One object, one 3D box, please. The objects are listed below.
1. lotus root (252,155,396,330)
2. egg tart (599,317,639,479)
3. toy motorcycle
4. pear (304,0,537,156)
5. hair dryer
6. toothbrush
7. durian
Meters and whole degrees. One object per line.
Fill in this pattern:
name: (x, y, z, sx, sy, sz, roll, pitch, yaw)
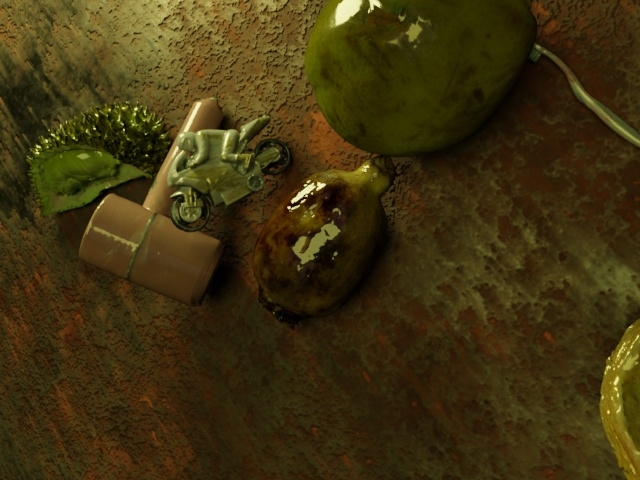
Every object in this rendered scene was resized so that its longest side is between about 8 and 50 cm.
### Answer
lotus root: (0.000, 0.000, 0.920, 0.169, 0.141, 0.314, 39, 105, 20)
egg tart: (0.452, 0.198, 0.657, 0.294, 0.123, 0.294, -18, 58, 31)
toy motorcycle: (-0.162, -0.121, 0.999, 0.229, 0.074, 0.151, -37, 91, -12)
pear: (0.123, -0.247, 0.811, 0.321, 0.269, 0.269, -10, 83, 41)
hair dryer: (-0.230, -0.085, 1.055, 0.210, 0.125, 0.352, 24, 79, -7)
toothbrush: (0.351, -0.184, 0.807, 0.269, 0.021, 0.027, 49, 122, 22)
durian: (-0.432, -0.163, 1.201, 0.352, 0.158, 0.169, -14, 116, 27)
